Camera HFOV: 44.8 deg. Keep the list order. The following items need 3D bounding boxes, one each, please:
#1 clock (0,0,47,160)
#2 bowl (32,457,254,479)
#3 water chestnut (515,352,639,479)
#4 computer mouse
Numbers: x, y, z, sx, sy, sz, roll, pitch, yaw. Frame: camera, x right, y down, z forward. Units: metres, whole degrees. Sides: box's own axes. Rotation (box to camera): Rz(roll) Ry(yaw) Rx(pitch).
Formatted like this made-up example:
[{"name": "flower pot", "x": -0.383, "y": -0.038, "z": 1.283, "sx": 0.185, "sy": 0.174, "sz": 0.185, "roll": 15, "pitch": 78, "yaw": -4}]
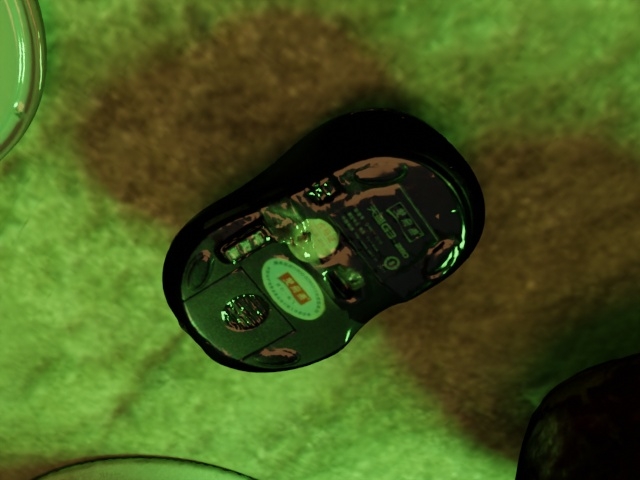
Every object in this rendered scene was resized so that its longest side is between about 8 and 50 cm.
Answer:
[{"name": "clock", "x": -0.300, "y": -0.142, "z": 0.508, "sx": 0.244, "sy": 0.056, "sz": 0.245, "roll": 2, "pitch": 121, "yaw": 4}, {"name": "bowl", "x": -0.162, "y": 0.439, "z": 0.768, "sx": 0.434, "sy": 0.196, "sz": 0.435, "roll": 2, "pitch": 121, "yaw": 3}, {"name": "water chestnut", "x": 0.295, "y": 0.251, "z": 0.537, "sx": 0.335, "sy": 0.347, "sz": 0.335, "roll": 2, "pitch": 131, "yaw": 3}, {"name": "computer mouse", "x": 0.000, "y": 0.000, "z": 0.547, "sx": 0.233, "sy": 0.096, "sz": 0.137, "roll": -28, "pitch": 120, "yaw": 15}]
